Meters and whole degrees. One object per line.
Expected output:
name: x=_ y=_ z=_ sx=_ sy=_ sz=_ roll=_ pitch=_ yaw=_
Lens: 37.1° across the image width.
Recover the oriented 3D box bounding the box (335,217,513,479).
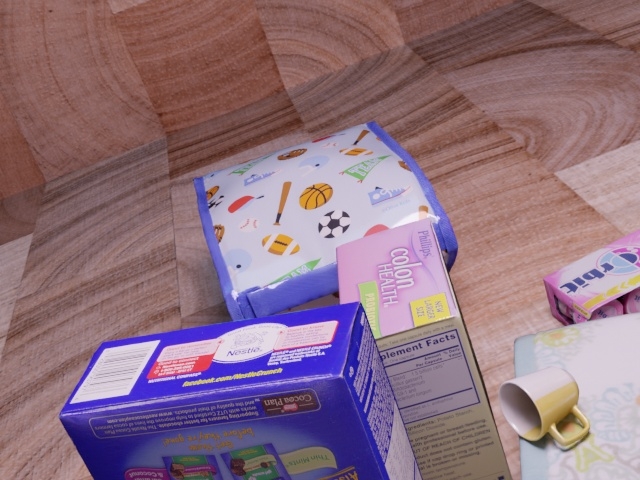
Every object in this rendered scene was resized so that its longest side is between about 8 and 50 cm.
box: x=0.111 y=0.138 z=1.036 sx=0.117 sy=0.243 sz=0.213 roll=-17 pitch=27 yaw=7

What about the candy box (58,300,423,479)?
candy box: x=-0.047 y=0.232 z=0.884 sx=0.268 sy=0.317 sz=0.122 roll=-10 pitch=26 yaw=19

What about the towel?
towel: x=0.355 y=0.189 z=0.941 sx=0.320 sy=0.090 sz=0.374 roll=-11 pitch=28 yaw=15

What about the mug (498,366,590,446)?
mug: x=0.222 y=0.161 z=0.935 sx=0.064 sy=0.078 sz=0.062 roll=-22 pitch=-7 yaw=-26

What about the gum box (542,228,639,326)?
gum box: x=0.383 y=0.055 z=1.199 sx=0.188 sy=0.062 sz=0.107 roll=-25 pitch=26 yaw=-10

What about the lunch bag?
lunch bag: x=0.000 y=0.000 z=1.399 sx=0.327 sy=0.239 sz=0.385 roll=-21 pitch=19 yaw=-4
